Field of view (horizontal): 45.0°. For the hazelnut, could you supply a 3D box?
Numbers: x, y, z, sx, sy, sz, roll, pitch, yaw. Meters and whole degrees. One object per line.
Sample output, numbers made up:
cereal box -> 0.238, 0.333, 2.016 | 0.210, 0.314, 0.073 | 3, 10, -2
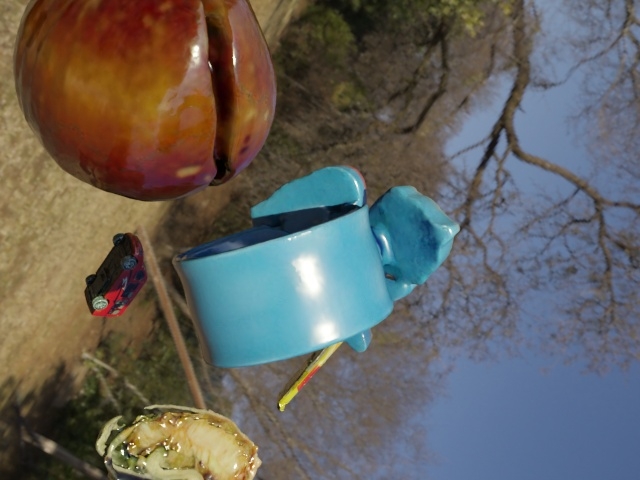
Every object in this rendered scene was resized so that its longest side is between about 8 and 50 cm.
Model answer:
hazelnut -> -0.274, -0.264, 1.174 | 0.402, 0.402, 0.429 | -51, -134, 27

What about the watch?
watch -> -0.003, 0.043, 0.904 | 0.305, 0.242, 0.274 | -14, -174, 34

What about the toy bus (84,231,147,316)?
toy bus -> -0.419, 0.073, 1.624 | 0.195, 0.089, 0.081 | -51, -131, 23

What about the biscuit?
biscuit -> -0.010, 0.207, 1.337 | 0.292, 0.026, 0.048 | -53, -161, 40

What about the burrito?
burrito -> -0.154, 0.257, 0.866 | 0.348, 0.175, 0.107 | 118, -24, -63
